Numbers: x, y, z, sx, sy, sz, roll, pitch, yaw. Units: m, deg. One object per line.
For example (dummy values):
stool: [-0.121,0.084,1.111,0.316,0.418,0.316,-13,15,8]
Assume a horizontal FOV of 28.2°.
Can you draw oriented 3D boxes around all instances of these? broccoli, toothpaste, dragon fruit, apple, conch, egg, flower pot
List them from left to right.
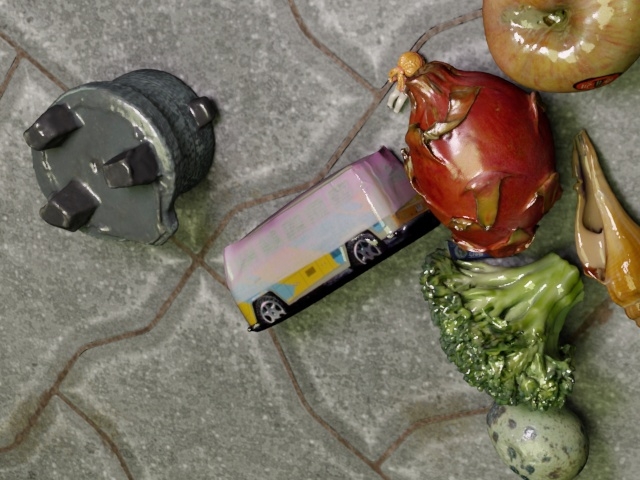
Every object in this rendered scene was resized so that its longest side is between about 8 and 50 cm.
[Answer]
flower pot: [-0.329,-0.132,2.151,0.299,0.283,0.299,9,113,23]
dragon fruit: [0.242,-0.129,1.902,0.250,0.250,0.315,-26,87,32]
toothpaste: [0.266,0.016,2.077,0.140,0.021,0.037,-2,105,30]
broccoli: [0.302,0.118,2.011,0.245,0.248,0.288,-36,113,1]
egg: [0.355,0.321,2.091,0.182,0.141,0.141,37,123,20]
apple: [0.351,-0.328,1.787,0.261,0.194,0.261,11,115,25]
conch: [0.451,-0.010,1.945,0.109,0.093,0.330,-24,79,49]

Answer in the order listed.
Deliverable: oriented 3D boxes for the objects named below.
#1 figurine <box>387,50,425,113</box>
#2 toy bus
figurine: [0.130,-0.249,2.019,0.064,0.047,0.109,46,133,30]
toy bus: [0.000,0.000,2.123,0.386,0.171,0.162,-34,84,33]
